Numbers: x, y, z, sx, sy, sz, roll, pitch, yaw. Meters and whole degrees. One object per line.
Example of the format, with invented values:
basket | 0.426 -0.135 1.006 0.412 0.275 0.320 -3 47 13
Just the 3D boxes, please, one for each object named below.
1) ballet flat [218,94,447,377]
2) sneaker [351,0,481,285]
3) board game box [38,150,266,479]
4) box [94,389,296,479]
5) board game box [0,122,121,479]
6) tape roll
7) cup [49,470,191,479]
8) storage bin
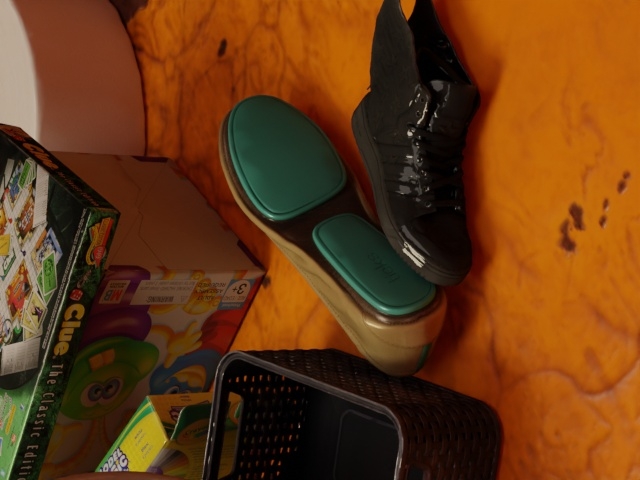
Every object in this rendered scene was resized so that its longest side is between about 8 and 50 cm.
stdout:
ballet flat | 0.000 0.000 1.185 0.232 0.080 0.073 54 157 39
sneaker | 0.065 -0.064 1.124 0.089 0.051 0.170 -52 49 41
board game box | -0.179 0.089 1.332 0.144 0.142 0.275 49 123 37
box | -0.099 0.158 1.266 0.179 0.105 0.043 -52 53 34
board game box | -0.212 0.067 1.242 0.136 0.030 0.260 37 116 39
tape roll | -0.257 -0.080 1.464 0.286 0.100 0.286 -3 87 50
cup | -0.117 0.275 1.077 0.331 0.331 0.237 28 121 46
storage bin | 0.015 0.142 1.150 0.180 0.084 0.122 16 101 49
